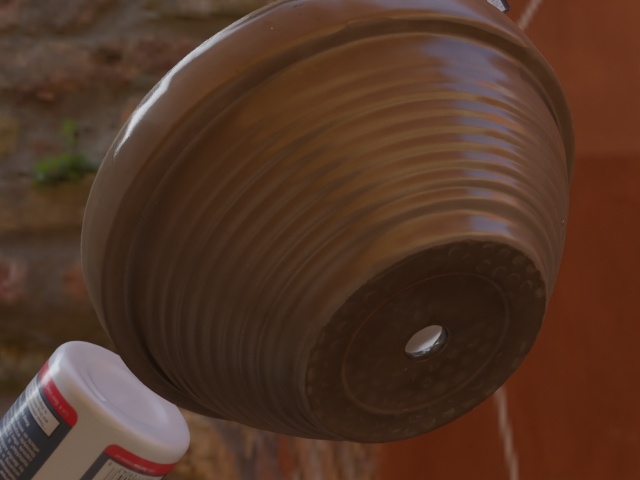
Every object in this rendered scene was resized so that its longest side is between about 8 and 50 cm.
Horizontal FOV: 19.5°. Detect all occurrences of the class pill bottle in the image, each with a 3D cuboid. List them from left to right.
[{"bbox_3d":[-0.179,0.164,1.216,0.108,0.108,0.180,29,-73,-41],"label":"pill bottle"}]

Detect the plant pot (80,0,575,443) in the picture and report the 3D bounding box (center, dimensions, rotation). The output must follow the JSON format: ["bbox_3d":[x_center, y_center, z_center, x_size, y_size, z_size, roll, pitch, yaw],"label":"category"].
[{"bbox_3d":[0.022,0.011,0.823,0.237,0.110,0.237,-16,-46,-17],"label":"plant pot"}]

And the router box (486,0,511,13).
[{"bbox_3d":[0.076,-0.190,1.454,0.122,0.092,0.038,-27,6,43],"label":"router box"}]
